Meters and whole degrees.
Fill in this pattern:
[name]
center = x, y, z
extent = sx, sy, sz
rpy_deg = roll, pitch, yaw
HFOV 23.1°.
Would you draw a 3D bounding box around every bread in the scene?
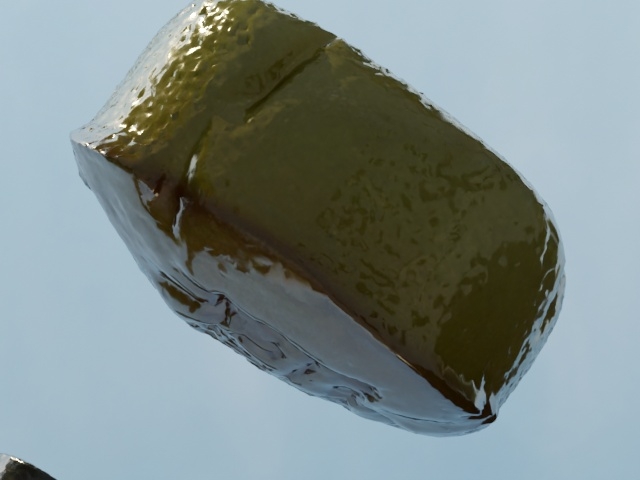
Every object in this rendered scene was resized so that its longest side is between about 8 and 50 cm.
[bread]
center = 0.000, 0.000, 0.792
extent = 0.270, 0.270, 0.148
rpy_deg = 35, -98, -1

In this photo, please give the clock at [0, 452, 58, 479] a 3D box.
[clock]
center = -0.164, 0.217, 1.029
extent = 0.184, 0.184, 0.040
rpy_deg = 41, -118, 3
